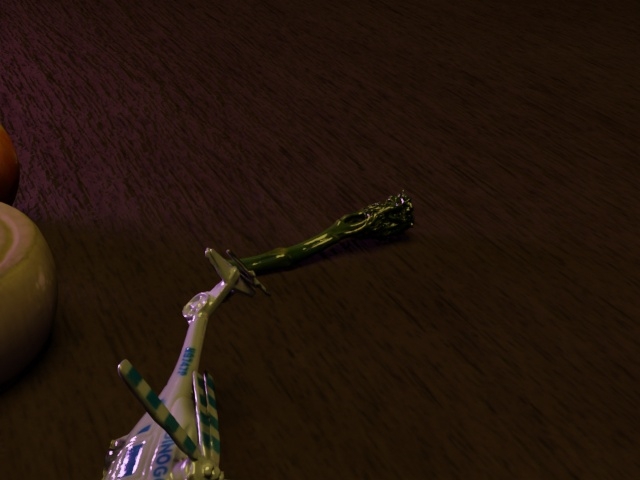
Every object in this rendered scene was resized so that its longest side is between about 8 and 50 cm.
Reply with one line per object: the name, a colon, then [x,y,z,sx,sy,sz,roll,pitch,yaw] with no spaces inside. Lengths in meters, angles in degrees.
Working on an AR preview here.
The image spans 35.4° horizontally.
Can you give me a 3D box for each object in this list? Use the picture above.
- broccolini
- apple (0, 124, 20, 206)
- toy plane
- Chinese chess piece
broccolini: [0.000,0.000,1.089,0.239,0.051,0.054,-20,40,-25]
apple: [-0.408,-0.069,1.086,0.163,0.139,0.163,5,39,-4]
toy plane: [-0.111,0.120,0.708,0.107,0.182,0.273,-24,54,24]
Chinese chess piece: [-0.364,0.050,0.886,0.257,0.104,0.257,1,26,-1]
